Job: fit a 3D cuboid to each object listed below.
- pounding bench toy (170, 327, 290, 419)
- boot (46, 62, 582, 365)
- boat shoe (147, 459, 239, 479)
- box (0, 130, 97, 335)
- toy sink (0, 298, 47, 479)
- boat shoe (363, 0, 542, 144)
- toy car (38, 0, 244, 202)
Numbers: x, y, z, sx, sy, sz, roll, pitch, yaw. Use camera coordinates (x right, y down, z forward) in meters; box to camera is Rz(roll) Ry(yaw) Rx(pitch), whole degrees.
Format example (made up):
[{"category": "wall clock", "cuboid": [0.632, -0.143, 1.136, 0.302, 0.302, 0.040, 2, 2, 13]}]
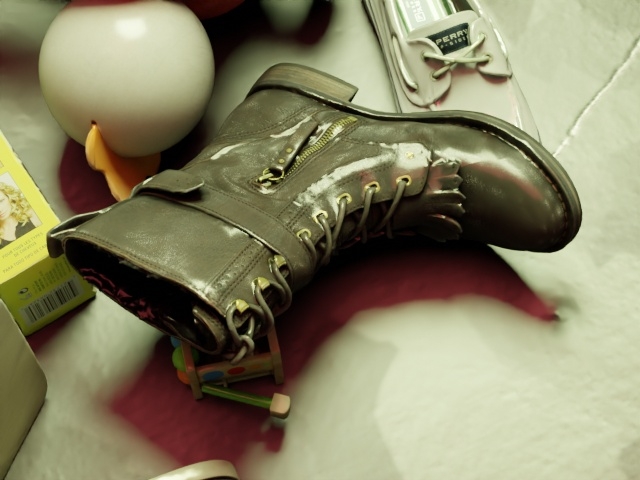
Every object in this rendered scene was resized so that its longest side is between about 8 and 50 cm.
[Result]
[{"category": "pounding bench toy", "cuboid": [-0.057, 0.075, 0.913, 0.065, 0.052, 0.083, -12, 64, -4]}, {"category": "boot", "cuboid": [0.000, 0.000, 0.889, 0.263, 0.091, 0.229, 19, 42, 22]}, {"category": "boat shoe", "cuboid": [-0.132, 0.192, 0.845, 0.206, 0.075, 0.065, -21, 62, -14]}, {"category": "box", "cuboid": [-0.231, -0.054, 0.966, 0.058, 0.087, 0.232, -33, 68, -11]}, {"category": "toy sink", "cuboid": [-0.276, 0.133, 0.836, 0.131, 0.153, 0.234, 20, 67, 12]}, {"category": "boat shoe", "cuboid": [0.080, -0.122, 0.994, 0.083, 0.076, 0.226, -24, 65, -10]}, {"category": "toy car", "cuboid": [-0.114, -0.139, 0.979, 0.219, 0.210, 0.238, 6, 92, 19]}]
